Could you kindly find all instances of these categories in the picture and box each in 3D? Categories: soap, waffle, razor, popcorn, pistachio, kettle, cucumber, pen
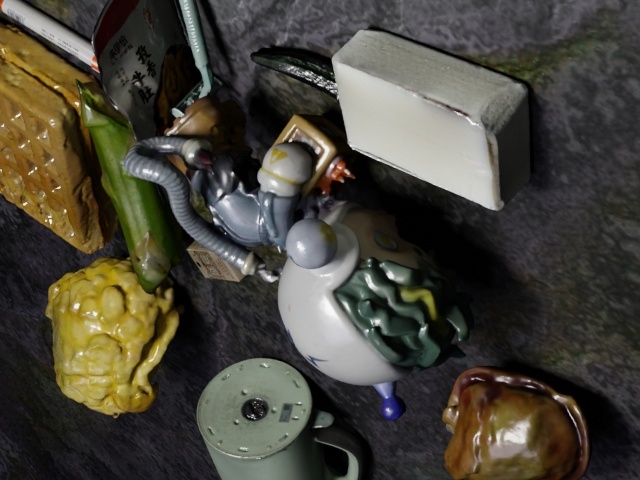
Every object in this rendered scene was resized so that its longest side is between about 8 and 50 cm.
[{"bbox_3d":[0.102,-0.113,1.198,0.183,0.064,0.121,26,148,31],"label":"soap"},{"bbox_3d":[-0.383,-0.133,1.779,0.224,0.098,0.328,36,150,20],"label":"waffle"},{"bbox_3d":[-0.137,-0.231,1.365,0.035,0.084,0.211,11,131,20],"label":"razor"},{"bbox_3d":[-0.312,0.139,1.943,0.250,0.190,0.250,-3,87,58],"label":"popcorn"},{"bbox_3d":[0.214,0.212,1.428,0.210,0.130,0.165,-21,110,50],"label":"pistachio"},{"bbox_3d":[-0.049,0.313,1.899,0.240,0.165,0.255,2,140,12],"label":"kettle"},{"bbox_3d":[-0.013,-0.172,1.303,0.134,0.033,0.034,29,111,27],"label":"cucumber"},{"bbox_3d":[-0.313,-0.247,1.599,0.239,0.028,0.028,32,150,22],"label":"pen"}]

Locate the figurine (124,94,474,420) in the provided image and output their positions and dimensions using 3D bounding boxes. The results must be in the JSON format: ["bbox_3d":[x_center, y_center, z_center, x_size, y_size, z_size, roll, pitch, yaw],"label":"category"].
[{"bbox_3d":[0.003,-0.001,1.350,0.382,0.261,0.186,49,117,15],"label":"figurine"}]

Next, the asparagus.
[{"bbox_3d":[-0.242,-0.073,1.687,0.085,0.082,0.343,-8,127,4],"label":"asparagus"}]

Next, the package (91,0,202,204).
[{"bbox_3d":[-0.178,-0.170,1.396,0.030,0.154,0.239,3,136,24],"label":"package"}]

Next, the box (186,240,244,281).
[{"bbox_3d":[-0.139,0.027,1.749,0.083,0.024,0.053,1,131,50],"label":"box"}]
